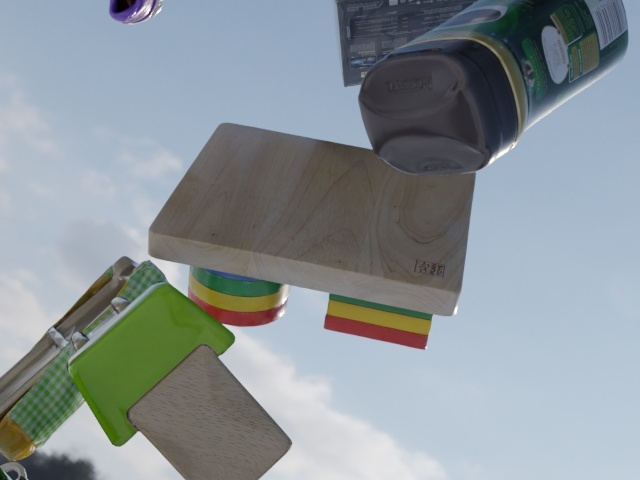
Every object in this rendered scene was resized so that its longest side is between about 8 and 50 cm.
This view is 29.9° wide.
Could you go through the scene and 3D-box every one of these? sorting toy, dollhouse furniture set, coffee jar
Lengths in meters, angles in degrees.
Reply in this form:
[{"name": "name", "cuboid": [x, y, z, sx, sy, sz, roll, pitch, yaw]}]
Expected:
[{"name": "sorting toy", "cuboid": [0.000, 0.000, 1.076, 0.255, 0.257, 0.089, 11, -63, 5]}, {"name": "dollhouse furniture set", "cuboid": [-0.143, 0.133, 0.830, 0.151, 0.197, 0.301, 50, -11, -11]}, {"name": "coffee jar", "cuboid": [0.108, -0.106, 0.738, 0.096, 0.184, 0.079, 0, -64, 44]}]

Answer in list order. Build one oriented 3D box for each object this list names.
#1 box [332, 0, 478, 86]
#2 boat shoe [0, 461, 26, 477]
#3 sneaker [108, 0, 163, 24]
[{"name": "box", "cuboid": [0.131, -0.251, 1.324, 0.183, 0.232, 0.059, 79, 4, -67]}, {"name": "boat shoe", "cuboid": [-0.251, 0.260, 0.949, 0.367, 0.136, 0.156, 30, -40, -22]}, {"name": "sneaker", "cuboid": [-0.191, -0.310, 1.272, 0.068, 0.071, 0.170, 17, -66, 16]}]
